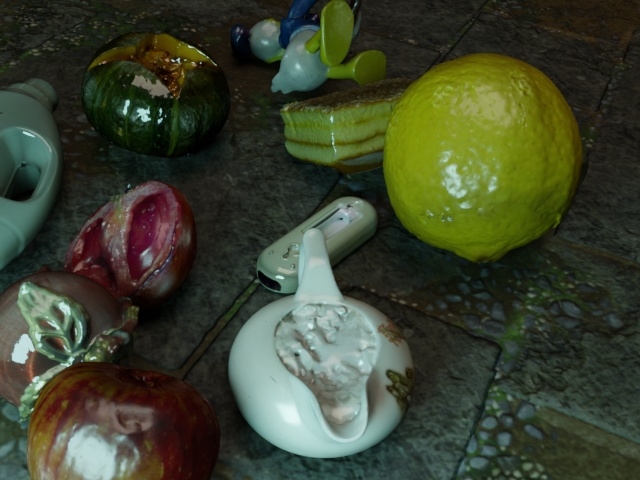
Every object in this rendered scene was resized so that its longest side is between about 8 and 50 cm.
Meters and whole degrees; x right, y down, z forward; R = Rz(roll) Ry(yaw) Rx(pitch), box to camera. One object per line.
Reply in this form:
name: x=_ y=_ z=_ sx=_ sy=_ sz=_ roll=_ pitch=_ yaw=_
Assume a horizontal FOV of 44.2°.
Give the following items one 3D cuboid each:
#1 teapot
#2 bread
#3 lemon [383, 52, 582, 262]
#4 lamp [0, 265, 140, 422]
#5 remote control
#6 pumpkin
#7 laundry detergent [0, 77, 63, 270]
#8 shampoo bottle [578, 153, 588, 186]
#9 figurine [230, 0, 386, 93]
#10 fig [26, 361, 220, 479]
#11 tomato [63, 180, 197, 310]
teapot: x=0.000 y=0.126 z=0.863 sx=0.204 sy=0.139 sz=0.298 roll=-6 pitch=41 yaw=-11
bread: x=0.077 y=-0.184 z=1.242 sx=0.234 sy=0.110 sz=0.184 roll=-18 pitch=19 yaw=-24
lemon: x=0.217 y=-0.114 z=1.074 sx=0.293 sy=0.293 sz=0.293 roll=4 pitch=39 yaw=-3
lamp: x=-0.307 y=0.116 z=0.845 sx=0.215 sy=0.151 sz=0.223 roll=-25 pitch=9 yaw=-35
remote control: x=0.000 y=0.000 z=1.088 sx=0.078 sy=0.042 sz=0.221 roll=31 pitch=45 yaw=26
pumpkin: x=-0.256 y=-0.222 z=1.233 sx=0.238 sy=0.159 sz=0.238 roll=13 pitch=41 yaw=-12
laundry detergent: x=-0.467 y=-0.111 z=1.104 sx=0.264 sy=0.124 sz=0.398 roll=10 pitch=37 yaw=6
shampoo bottle: x=0.344 y=-0.135 z=1.268 sx=0.079 sy=0.079 sz=0.162 roll=-29 pitch=51 yaw=-35
figurine: x=-0.037 y=-0.390 z=1.429 sx=0.338 sy=0.204 sz=0.283 roll=7 pitch=57 yaw=37
fig: x=-0.188 y=0.223 z=0.731 sx=0.175 sy=0.207 sz=0.175 roll=11 pitch=-3 yaw=1
tomato: x=-0.224 y=0.020 z=0.999 sx=0.189 sy=0.099 sz=0.173 roll=-25 pitch=52 yaw=24
